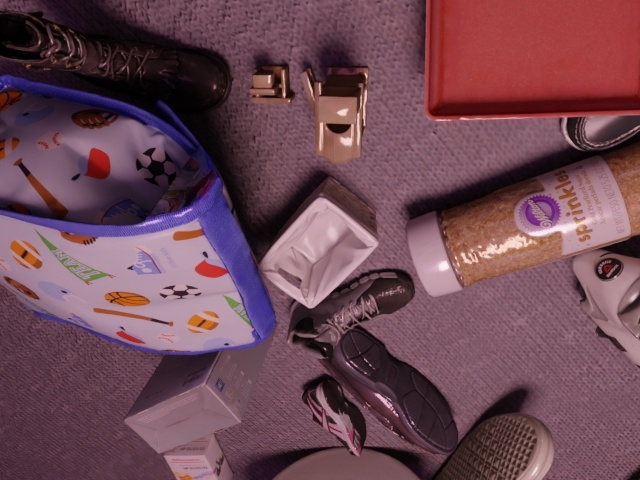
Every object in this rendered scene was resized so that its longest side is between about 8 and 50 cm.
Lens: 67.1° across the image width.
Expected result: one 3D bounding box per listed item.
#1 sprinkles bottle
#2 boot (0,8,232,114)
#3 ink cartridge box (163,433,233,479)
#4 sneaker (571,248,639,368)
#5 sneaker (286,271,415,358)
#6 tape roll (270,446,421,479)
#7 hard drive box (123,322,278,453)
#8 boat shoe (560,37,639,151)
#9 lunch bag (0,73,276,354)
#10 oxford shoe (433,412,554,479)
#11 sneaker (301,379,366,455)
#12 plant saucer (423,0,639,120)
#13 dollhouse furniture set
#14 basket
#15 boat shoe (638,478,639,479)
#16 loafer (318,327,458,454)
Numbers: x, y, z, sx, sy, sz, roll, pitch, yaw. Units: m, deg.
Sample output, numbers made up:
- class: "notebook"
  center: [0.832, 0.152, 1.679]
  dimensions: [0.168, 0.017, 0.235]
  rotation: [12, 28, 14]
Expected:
- class: "sprinkles bottle"
  center: [0.300, -0.029, 0.655]
  dimensions: [0.355, 0.121, 0.121]
  rotation: [-20, 113, 20]
- class: "boot"
  center: [-0.262, -0.216, 0.588]
  dimensions: [0.262, 0.229, 0.091]
  rotation: [11, 102, 5]
- class: "ink cartridge box"
  center: [-0.280, 0.498, 1.093]
  dimensions: [0.104, 0.061, 0.181]
  rotation: [-8, 116, 15]
- class: "sneaker"
  center: [0.470, 0.105, 0.713]
  dimensions: [0.122, 0.146, 0.330]
  rotation: [-46, 127, 3]
- class: "sneaker"
  center: [0.046, 0.135, 0.787]
  dimensions: [0.228, 0.132, 0.086]
  rotation: [-20, 113, 21]
- class: "tape roll"
  center: [0.032, 0.560, 0.881]
  dimensions: [0.392, 0.392, 0.072]
  rotation: [-7, 118, 14]
- class: "hard drive box"
  center: [-0.191, 0.216, 0.821]
  dimensions: [0.181, 0.232, 0.089]
  rotation: [-28, 111, 24]
- class: "boat shoe"
  center: [0.406, -0.219, 0.544]
  dimensions: [0.114, 0.091, 0.302]
  rotation: [29, 120, -6]
- class: "lunch bag"
  center: [-0.252, -0.009, 0.635]
  dimensions: [0.385, 0.239, 0.328]
  rotation: [16, 148, 19]
- class: "oxford shoe"
  center: [0.316, 0.473, 0.908]
  dimensions: [0.130, 0.169, 0.449]
  rotation: [21, 128, 2]
- class: "sneaker"
  center: [0.027, 0.350, 0.958]
  dimensions: [0.077, 0.072, 0.178]
  rotation: [-19, 106, 33]
- class: "plant saucer"
  center: [0.248, -0.266, 0.536]
  dimensions: [0.258, 0.048, 0.259]
  rotation: [1, 98, 10]
- class: "dollhouse furniture set"
  center: [-0.026, -0.153, 0.612]
  dimensions: [0.160, 0.182, 0.101]
  rotation: [4, 120, 8]
- class: "basket"
  center: [0.000, 0.000, 0.738]
  dimensions: [0.113, 0.103, 0.167]
  rotation: [38, 119, -11]
- class: "boat shoe"
  center: [0.739, 0.559, 0.890]
  dimensions: [0.367, 0.136, 0.156]
  rotation: [24, 120, 0]
- class: "loafer"
  center: [0.122, 0.278, 0.884]
  dimensions: [0.302, 0.109, 0.095]
  rotation: [44, 137, -7]
